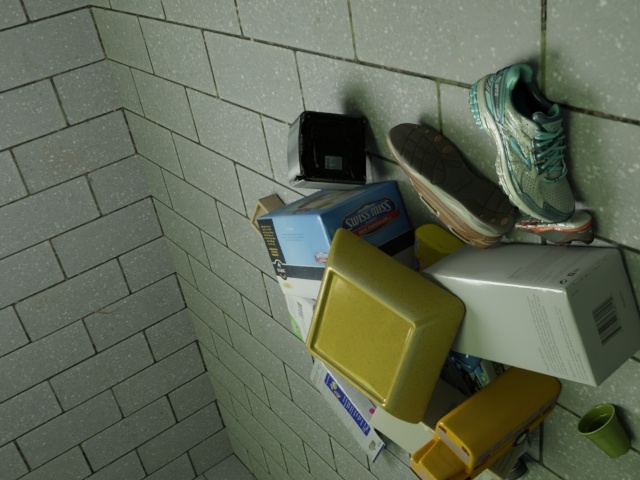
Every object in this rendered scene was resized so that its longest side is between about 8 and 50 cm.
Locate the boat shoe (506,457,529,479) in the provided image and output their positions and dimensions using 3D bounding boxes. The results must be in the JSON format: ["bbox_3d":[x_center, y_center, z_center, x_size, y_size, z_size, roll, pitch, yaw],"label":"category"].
[{"bbox_3d":[0.385,0.546,1.717,0.095,0.112,0.335,59,157,-2],"label":"boat shoe"}]

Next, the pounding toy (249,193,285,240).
[{"bbox_3d":[-0.151,-0.065,2.142,0.130,0.100,0.141,49,140,23],"label":"pounding toy"}]

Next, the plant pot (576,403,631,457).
[{"bbox_3d":[0.552,0.372,1.307,0.079,0.083,0.083,50,153,-2],"label":"plant pot"}]

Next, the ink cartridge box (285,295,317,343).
[{"bbox_3d":[0.020,0.250,2.084,0.273,0.115,0.198,32,141,46],"label":"ink cartridge box"}]

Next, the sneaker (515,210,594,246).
[{"bbox_3d":[0.414,-0.014,1.209,0.158,0.061,0.064,9,131,61],"label":"sneaker"}]

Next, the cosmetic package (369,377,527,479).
[{"bbox_3d":[0.288,0.430,1.543,0.310,0.160,0.113,33,128,18],"label":"cosmetic package"}]

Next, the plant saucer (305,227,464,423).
[{"bbox_3d":[0.101,0.192,1.429,0.333,0.081,0.332,33,125,29],"label":"plant saucer"}]

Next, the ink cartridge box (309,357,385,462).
[{"bbox_3d":[0.100,0.551,2.277,0.371,0.069,0.175,52,151,26],"label":"ink cartridge box"}]

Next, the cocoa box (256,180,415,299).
[{"bbox_3d":[0.038,0.001,1.691,0.347,0.232,0.227,0,113,60],"label":"cocoa box"}]

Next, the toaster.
[{"bbox_3d":[0.009,-0.202,1.568,0.110,0.186,0.167,160,110,-68],"label":"toaster"}]

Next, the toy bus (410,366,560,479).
[{"bbox_3d":[0.339,0.384,1.399,0.108,0.333,0.130,42,148,35],"label":"toy bus"}]

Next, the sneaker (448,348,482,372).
[{"bbox_3d":[0.291,0.216,1.531,0.209,0.069,0.082,-129,47,-55],"label":"sneaker"}]

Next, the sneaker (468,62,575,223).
[{"bbox_3d":[0.351,-0.160,1.129,0.282,0.110,0.122,62,150,1],"label":"sneaker"}]

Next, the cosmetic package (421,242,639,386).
[{"bbox_3d":[0.382,0.122,1.276,0.366,0.155,0.196,7,124,60],"label":"cosmetic package"}]

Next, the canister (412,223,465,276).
[{"bbox_3d":[0.261,0.060,1.530,0.126,0.073,0.169,39,143,39],"label":"canister"}]

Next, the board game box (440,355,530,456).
[{"bbox_3d":[0.370,0.356,1.629,0.193,0.053,0.305,2,116,61],"label":"board game box"}]

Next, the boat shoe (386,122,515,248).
[{"bbox_3d":[0.241,-0.105,1.365,0.324,0.123,0.116,51,153,25],"label":"boat shoe"}]
